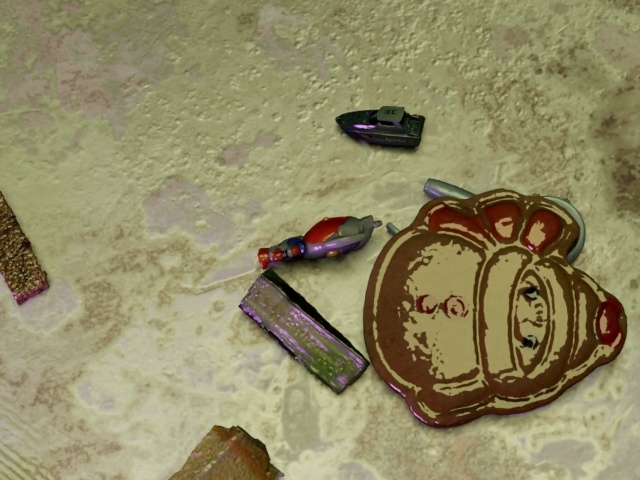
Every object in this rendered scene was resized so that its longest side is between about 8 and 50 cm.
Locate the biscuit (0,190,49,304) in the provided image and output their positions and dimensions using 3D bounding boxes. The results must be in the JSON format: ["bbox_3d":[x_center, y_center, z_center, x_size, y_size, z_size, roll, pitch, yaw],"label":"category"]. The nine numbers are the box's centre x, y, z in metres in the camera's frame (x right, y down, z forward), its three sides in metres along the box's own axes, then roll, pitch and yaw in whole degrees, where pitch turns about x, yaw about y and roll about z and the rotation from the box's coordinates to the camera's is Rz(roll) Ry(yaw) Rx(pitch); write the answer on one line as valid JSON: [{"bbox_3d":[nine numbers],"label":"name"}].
[{"bbox_3d":[-0.485,0.002,2.088,0.064,0.034,0.199,-29,70,-10],"label":"biscuit"}]

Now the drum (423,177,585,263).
[{"bbox_3d":[0.292,-0.052,2.067,0.253,0.049,0.130,38,75,15],"label":"drum"}]

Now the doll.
[{"bbox_3d":[0.000,0.001,2.038,0.195,0.104,0.062,-17,82,2],"label":"doll"}]

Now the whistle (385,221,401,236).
[{"bbox_3d":[0.136,0.010,2.058,0.035,0.035,0.100,-39,71,-12],"label":"whistle"}]

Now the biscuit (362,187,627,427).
[{"bbox_3d":[0.255,0.101,1.971,0.381,0.074,0.358,4,80,10],"label":"biscuit"}]

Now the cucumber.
[{"bbox_3d":[-0.019,0.134,2.007,0.211,0.062,0.078,40,110,10],"label":"cucumber"}]

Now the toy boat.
[{"bbox_3d":[0.092,-0.182,2.126,0.141,0.060,0.055,7,45,11],"label":"toy boat"}]

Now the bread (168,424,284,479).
[{"bbox_3d":[-0.148,0.318,1.892,0.127,0.152,0.147,40,77,24],"label":"bread"}]
